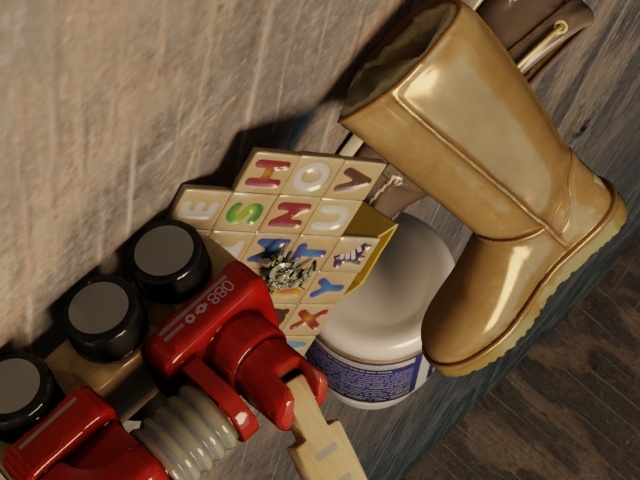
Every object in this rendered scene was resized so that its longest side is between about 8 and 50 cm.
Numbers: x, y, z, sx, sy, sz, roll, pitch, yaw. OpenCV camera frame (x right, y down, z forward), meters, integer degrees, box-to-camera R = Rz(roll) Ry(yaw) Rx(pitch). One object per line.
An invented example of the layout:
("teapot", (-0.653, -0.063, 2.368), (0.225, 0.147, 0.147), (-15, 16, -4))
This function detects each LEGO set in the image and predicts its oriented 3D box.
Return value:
("LEGO set", (-0.038, 0.030, 1.045), (0.083, 0.023, 0.054), (-20, 143, -11))

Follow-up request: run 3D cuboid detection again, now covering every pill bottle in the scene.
("pill bottle", (0.056, 0.082, 1.396), (0.153, 0.153, 0.264), (-44, 164, -15))

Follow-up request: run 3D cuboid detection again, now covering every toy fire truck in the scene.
("toy fire truck", (-0.079, 0.144, 0.934), (0.217, 0.246, 0.158), (-42, 148, -20))

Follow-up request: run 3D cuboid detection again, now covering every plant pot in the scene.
("plant pot", (0.000, 0.000, 1.166), (0.081, 0.083, 0.081), (-32, 159, -46))

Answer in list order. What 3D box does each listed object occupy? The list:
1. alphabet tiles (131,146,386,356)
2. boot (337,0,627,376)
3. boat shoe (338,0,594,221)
("alphabet tiles", (-0.050, 0.021, 1.055), (0.198, 0.009, 0.237), (3, 134, -35))
("boot", (0.103, -0.037, 1.121), (0.236, 0.089, 0.269), (-48, 126, 4))
("boat shoe", (0.108, -0.099, 1.189), (0.324, 0.097, 0.116), (-53, 164, 19))
